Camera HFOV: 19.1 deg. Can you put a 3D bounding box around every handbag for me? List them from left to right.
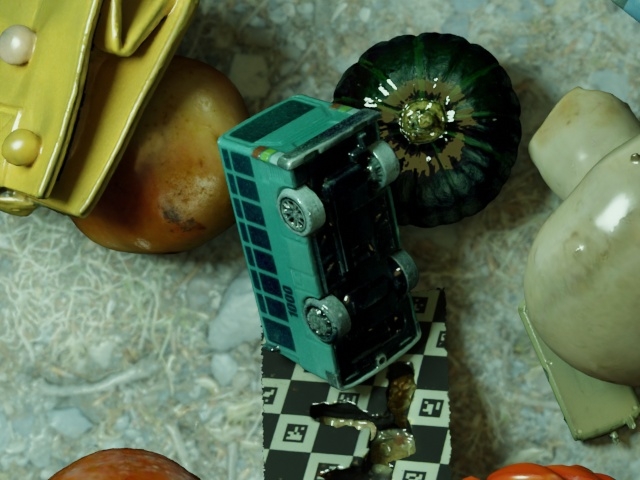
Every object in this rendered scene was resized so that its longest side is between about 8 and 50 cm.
[{"bbox_3d":[-0.312,-0.179,1.850,0.401,0.133,0.283,17,88,47],"label":"handbag"}]

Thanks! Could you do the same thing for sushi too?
[{"bbox_3d":[0.040,0.176,1.853,0.192,0.043,0.279,-9,45,7],"label":"sushi"}]

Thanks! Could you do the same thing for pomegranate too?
[{"bbox_3d":[-0.164,-0.087,1.884,0.209,0.209,0.209,-1,82,7],"label":"pomegranate"}]

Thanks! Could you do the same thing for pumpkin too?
[{"bbox_3d":[0.102,-0.109,1.883,0.202,0.140,0.202,-1,85,8],"label":"pumpkin"}]

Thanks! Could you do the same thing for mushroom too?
[{"bbox_3d":[0.323,-0.018,1.809,0.292,0.292,0.290,-22,47,4],"label":"mushroom"}]

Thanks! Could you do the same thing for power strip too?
[{"bbox_3d":[0.261,0.125,1.887,0.076,0.028,0.169,-23,79,3],"label":"power strip"}]

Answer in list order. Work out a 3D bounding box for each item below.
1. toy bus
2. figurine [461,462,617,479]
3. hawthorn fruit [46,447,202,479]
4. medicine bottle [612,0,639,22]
[{"bbox_3d":[0.000,0.000,1.823,0.128,0.256,0.147,-31,34,-31],"label":"toy bus"},{"bbox_3d":[0.215,0.418,1.761,0.306,0.241,0.412,20,93,28],"label":"figurine"},{"bbox_3d":[-0.203,0.331,1.801,0.284,0.284,0.284,-1,82,7],"label":"hawthorn fruit"},{"bbox_3d":[0.388,-0.222,1.905,0.208,0.054,0.090,40,89,10],"label":"medicine bottle"}]
